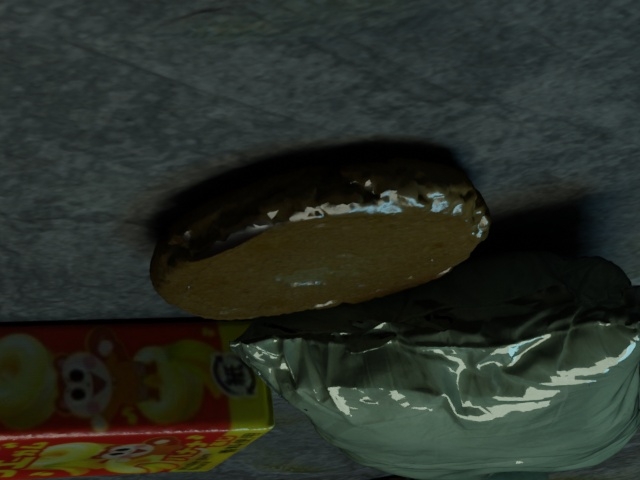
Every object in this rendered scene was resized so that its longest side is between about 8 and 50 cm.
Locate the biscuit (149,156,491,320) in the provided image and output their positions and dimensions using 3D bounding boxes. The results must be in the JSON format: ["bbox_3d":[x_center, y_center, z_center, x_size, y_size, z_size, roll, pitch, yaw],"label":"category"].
[{"bbox_3d":[0.000,0.000,1.149,0.226,0.042,0.226,-10,162,-3],"label":"biscuit"}]

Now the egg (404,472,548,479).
[{"bbox_3d":[0.162,0.259,1.880,0.164,0.131,0.131,-8,163,-29],"label":"egg"}]

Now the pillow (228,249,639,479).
[{"bbox_3d":[0.099,0.096,1.349,0.283,0.138,0.310,-4,162,9],"label":"pillow"}]

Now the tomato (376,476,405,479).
[{"bbox_3d":[0.099,0.341,2.154,0.237,0.095,0.237,-8,162,-3],"label":"tomato"}]

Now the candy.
[{"bbox_3d":[-0.187,0.121,1.351,0.276,0.088,0.146,1,161,-27],"label":"candy"}]
